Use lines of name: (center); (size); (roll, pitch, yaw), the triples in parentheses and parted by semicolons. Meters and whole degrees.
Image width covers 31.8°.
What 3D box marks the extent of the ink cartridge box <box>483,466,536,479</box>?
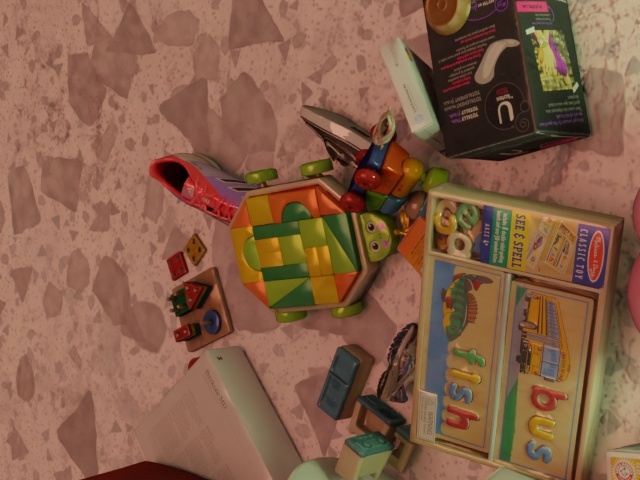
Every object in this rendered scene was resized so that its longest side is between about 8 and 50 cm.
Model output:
ink cartridge box: (0.303, 0.455, 1.593); (0.160, 0.092, 0.219); (14, 121, 43)

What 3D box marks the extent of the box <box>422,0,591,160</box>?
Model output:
box: (0.265, -0.263, 1.621); (0.165, 0.143, 0.270); (-13, 81, 44)

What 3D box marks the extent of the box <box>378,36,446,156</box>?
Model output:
box: (0.157, -0.211, 1.696); (0.038, 0.186, 0.145); (-25, 74, 17)

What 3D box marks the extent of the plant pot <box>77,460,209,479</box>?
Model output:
plant pot: (-0.286, 0.543, 1.967); (0.236, 0.267, 0.267); (-6, 88, 32)

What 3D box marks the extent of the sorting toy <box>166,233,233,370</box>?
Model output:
sorting toy: (-0.243, 0.127, 2.172); (0.132, 0.046, 0.274); (-28, 72, 40)

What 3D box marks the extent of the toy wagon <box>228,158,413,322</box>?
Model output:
toy wagon: (0.000, 0.000, 1.888); (0.344, 0.068, 0.267); (-7, 98, 35)

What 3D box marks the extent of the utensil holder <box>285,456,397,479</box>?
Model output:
utensil holder: (0.002, 0.587, 1.774); (0.327, 0.327, 0.385); (44, 116, 33)

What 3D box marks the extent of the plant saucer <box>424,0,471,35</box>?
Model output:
plant saucer: (0.176, -0.334, 1.595); (0.083, 0.015, 0.083); (2, 92, 46)

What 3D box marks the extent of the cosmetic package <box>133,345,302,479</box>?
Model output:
cosmetic package: (-0.172, 0.429, 2.079); (0.284, 0.097, 0.377); (-49, 61, 35)

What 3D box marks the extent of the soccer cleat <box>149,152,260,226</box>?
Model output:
soccer cleat: (-0.186, -0.077, 2.063); (0.318, 0.116, 0.108); (31, 111, 37)

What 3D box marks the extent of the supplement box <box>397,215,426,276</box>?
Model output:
supplement box: (0.223, 0.064, 1.716); (0.233, 0.078, 0.080); (49, 122, 31)

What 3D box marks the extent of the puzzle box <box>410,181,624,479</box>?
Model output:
puzzle box: (0.270, 0.138, 1.595); (0.272, 0.052, 0.409); (12, 112, 27)

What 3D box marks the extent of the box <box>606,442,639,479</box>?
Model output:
box: (0.454, 0.372, 1.483); (0.103, 0.114, 0.203); (-5, 87, 44)

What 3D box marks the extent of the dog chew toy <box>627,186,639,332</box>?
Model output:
dog chew toy: (0.482, -0.015, 1.401); (0.207, 0.207, 0.332); (-12, 74, 42)

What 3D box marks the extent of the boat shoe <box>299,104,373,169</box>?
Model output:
boat shoe: (0.039, -0.160, 1.880); (0.219, 0.078, 0.070); (35, 113, 35)

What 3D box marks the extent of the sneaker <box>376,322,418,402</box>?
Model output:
sneaker: (0.138, 0.201, 1.821); (0.052, 0.058, 0.135); (175, 116, -77)

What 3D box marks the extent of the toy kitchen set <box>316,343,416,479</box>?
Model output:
toy kitchen set: (0.051, 0.277, 1.819); (0.207, 0.166, 0.122); (34, 113, 37)

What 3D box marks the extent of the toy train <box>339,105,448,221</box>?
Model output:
toy train: (0.131, -0.110, 1.699); (0.248, 0.143, 0.105); (122, 169, -64)
